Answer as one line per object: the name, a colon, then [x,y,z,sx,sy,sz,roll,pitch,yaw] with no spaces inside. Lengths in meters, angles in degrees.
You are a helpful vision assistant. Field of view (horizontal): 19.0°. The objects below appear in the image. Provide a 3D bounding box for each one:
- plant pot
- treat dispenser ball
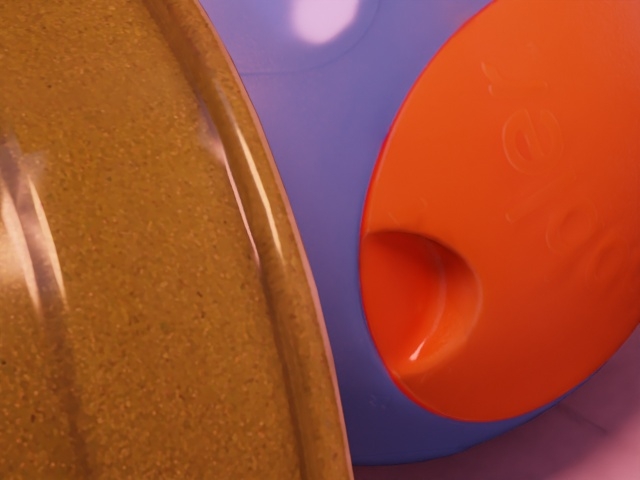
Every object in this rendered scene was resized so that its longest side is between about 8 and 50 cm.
plant pot: [-0.224,0.088,0.620,0.353,0.367,0.366,-10,36,-25]
treat dispenser ball: [0.018,-0.049,0.815,0.288,0.288,0.288,-11,42,10]
